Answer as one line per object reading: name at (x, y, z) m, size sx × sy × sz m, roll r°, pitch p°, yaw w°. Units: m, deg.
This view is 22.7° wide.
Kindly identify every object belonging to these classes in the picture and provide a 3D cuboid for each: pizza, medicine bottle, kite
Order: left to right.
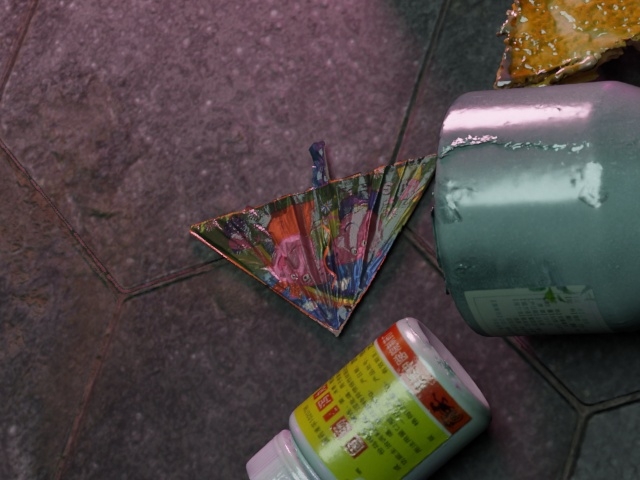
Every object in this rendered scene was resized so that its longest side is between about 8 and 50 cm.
kite at (0.000, 0.000, 1.759) m, size 0.321 × 0.016 × 0.234 m, roll -17°, pitch 66°, yaw 20°
medicine bottle at (0.049, 0.195, 1.587) m, size 0.225 × 0.139 × 0.139 m, roll -41°, pitch 59°, yaw 6°
medicine bottle at (0.280, -0.034, 1.500) m, size 0.290 × 0.245 × 0.245 m, roll -4°, pitch 70°, yaw 26°
pizza at (0.311, -0.238, 1.634) m, size 0.251 × 0.074 × 0.287 m, roll 13°, pitch 66°, yaw 12°
